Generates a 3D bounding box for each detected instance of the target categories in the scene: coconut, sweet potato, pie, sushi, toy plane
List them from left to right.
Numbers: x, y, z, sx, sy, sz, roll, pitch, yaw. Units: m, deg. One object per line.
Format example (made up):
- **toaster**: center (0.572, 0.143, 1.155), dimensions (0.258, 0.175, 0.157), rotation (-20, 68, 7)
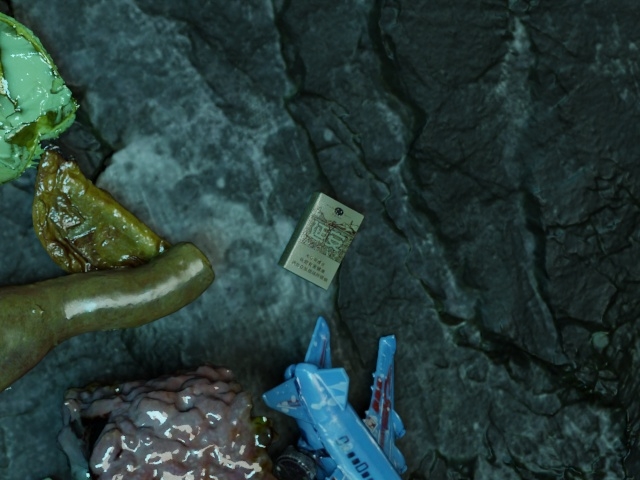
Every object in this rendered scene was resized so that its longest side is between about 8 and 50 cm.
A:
- **coconut**: center (-0.287, -0.126, 1.420), dimensions (0.133, 0.055, 0.158), rotation (3, 97, -29)
- **sweet potato**: center (-0.280, 0.088, 1.424), dimensions (0.385, 0.109, 0.109), rotation (-23, 103, -23)
- **pie**: center (-0.209, -0.005, 1.471), dimensions (0.088, 0.033, 0.191), rotation (-48, 118, -1)
- **sushi**: center (-0.139, 0.250, 1.428), dimensions (0.171, 0.236, 0.270), rotation (-10, 84, -22)
- **toy plane**: center (0.030, 0.217, 1.540), dimensions (0.254, 0.105, 0.271), rotation (-53, 129, -44)

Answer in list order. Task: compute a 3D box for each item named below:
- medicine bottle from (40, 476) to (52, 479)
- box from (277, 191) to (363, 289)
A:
- **medicine bottle**: center (-0.339, 0.293, 1.446), dimensions (0.231, 0.059, 0.059), rotation (-26, 104, -17)
- **box**: center (0.000, 0.000, 1.559), dimensions (0.053, 0.024, 0.083), rotation (27, 88, -21)
